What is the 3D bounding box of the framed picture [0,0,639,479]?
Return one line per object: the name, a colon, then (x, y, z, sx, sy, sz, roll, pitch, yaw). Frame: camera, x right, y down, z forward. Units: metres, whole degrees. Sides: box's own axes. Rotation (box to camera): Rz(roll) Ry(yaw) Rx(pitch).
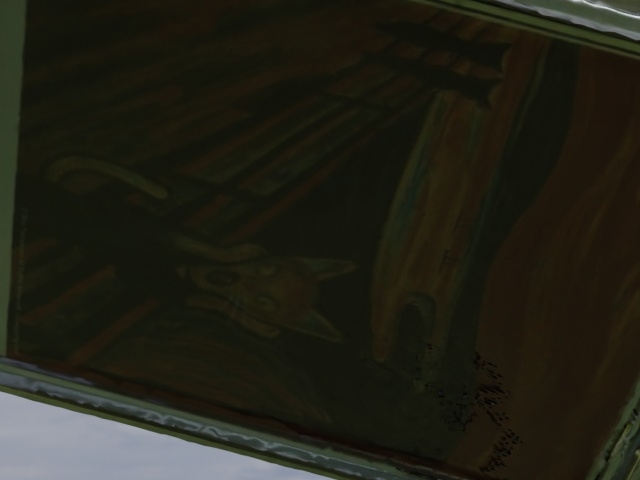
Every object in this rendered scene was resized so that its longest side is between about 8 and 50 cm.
framed picture: (0.000, 0.000, 0.351, 0.273, 0.016, 0.216, 15, -56, 1)
